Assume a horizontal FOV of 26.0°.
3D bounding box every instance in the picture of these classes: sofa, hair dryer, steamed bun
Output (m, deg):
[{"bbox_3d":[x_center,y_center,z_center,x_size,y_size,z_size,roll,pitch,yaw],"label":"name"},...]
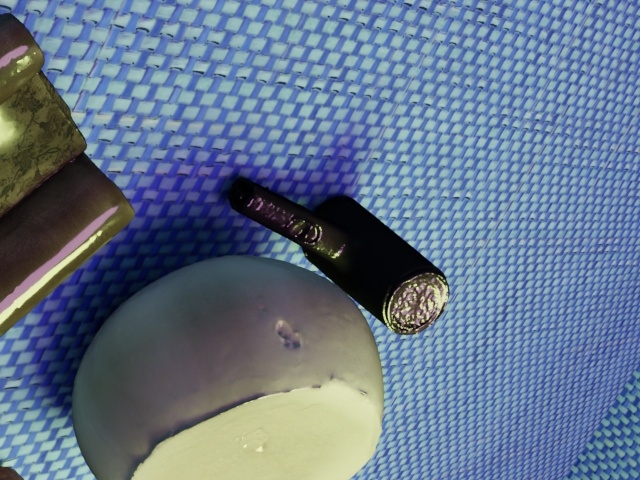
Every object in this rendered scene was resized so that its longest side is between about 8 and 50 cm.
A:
[{"bbox_3d":[-0.249,-0.043,1.022,0.200,0.182,0.258,-43,150,-15],"label":"sofa"},{"bbox_3d":[0.000,0.000,1.473,0.251,0.197,0.089,26,100,-39],"label":"hair dryer"},{"bbox_3d":[-0.095,0.146,1.404,0.324,0.206,0.324,-15,144,-11],"label":"steamed bun"}]

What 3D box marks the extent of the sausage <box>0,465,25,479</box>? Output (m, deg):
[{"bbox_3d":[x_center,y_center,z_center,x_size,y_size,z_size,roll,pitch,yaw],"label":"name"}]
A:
[{"bbox_3d":[-0.353,0.311,1.412,0.065,0.065,0.169,-1,125,-55],"label":"sausage"}]
